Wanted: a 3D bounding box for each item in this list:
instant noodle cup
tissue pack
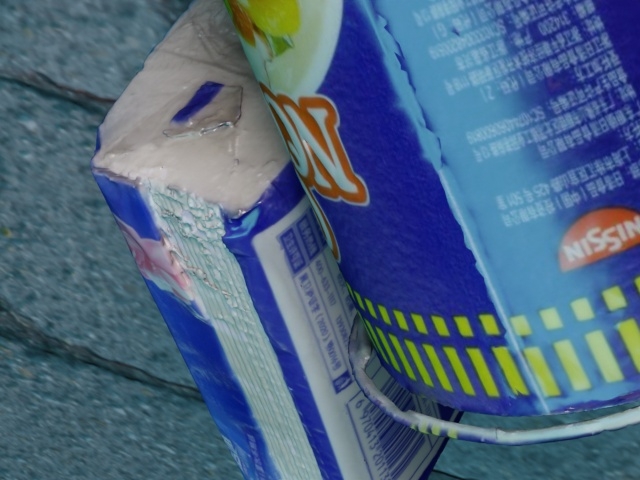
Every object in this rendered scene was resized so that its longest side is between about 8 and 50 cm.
[{"bbox_3d":[0.069,-0.127,0.632,0.284,0.284,0.312,-5,123,44],"label":"instant noodle cup"},{"bbox_3d":[0.000,0.000,0.880,0.137,0.209,0.269,11,142,28],"label":"tissue pack"}]
